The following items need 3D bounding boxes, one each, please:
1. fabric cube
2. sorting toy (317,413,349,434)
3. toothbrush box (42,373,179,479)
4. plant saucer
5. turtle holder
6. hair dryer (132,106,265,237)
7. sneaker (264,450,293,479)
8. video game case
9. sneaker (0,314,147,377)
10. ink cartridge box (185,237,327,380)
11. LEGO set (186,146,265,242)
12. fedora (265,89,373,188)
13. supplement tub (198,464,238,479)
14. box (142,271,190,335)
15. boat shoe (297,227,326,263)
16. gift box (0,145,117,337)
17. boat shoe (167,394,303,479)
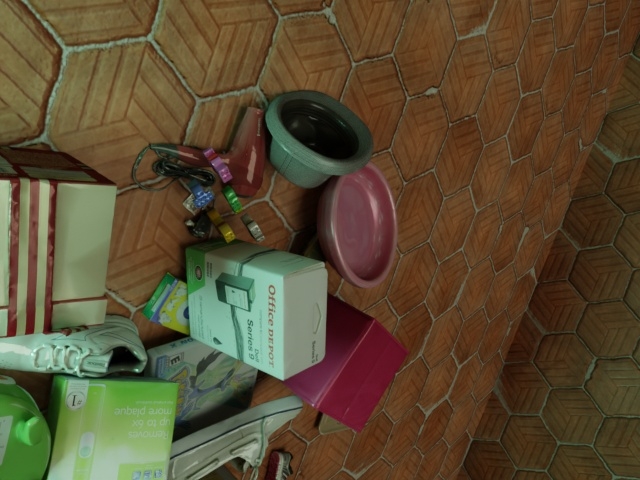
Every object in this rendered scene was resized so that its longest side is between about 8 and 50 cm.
[{"bbox_3d":[0.035,0.311,1.391,0.258,0.254,0.259,-55,137,-10],"label":"fabric cube"},{"bbox_3d":[0.078,0.527,1.710,0.193,0.038,0.208,10,97,-48],"label":"sorting toy"},{"bbox_3d":[-0.393,0.396,0.948,0.206,0.122,0.283,14,76,-33],"label":"toothbrush box"},{"bbox_3d":[0.093,-0.042,1.338,0.332,0.084,0.331,6,82,-56],"label":"plant saucer"},{"bbox_3d":[-0.565,0.351,0.818,0.243,0.227,0.320,-29,128,-35],"label":"turtle holder"},{"bbox_3d":[-0.205,-0.158,1.046,0.293,0.080,0.223,-50,136,-16],"label":"hair dryer"},{"bbox_3d":[-0.121,0.714,1.572,0.075,0.063,0.170,1,103,-40],"label":"sneaker"},{"bbox_3d":[-0.276,0.350,1.225,0.300,0.036,0.328,-12,125,-42],"label":"video game case"},{"bbox_3d":[-0.448,0.191,0.933,0.297,0.129,0.110,7,105,-46],"label":"sneaker"},{"bbox_3d":[-0.135,0.124,1.045,0.122,0.289,0.211,-15,111,-47],"label":"ink cartridge box"},{"bbox_3d":[-0.185,-0.056,1.017,0.087,0.093,0.227,-34,131,-10],"label":"LEGO set"},{"bbox_3d":[-0.019,-0.208,1.145,0.124,0.244,0.275,-53,-179,38],"label":"fedora"},{"bbox_3d":[-0.258,0.684,1.216,0.241,0.331,0.240,-22,123,-37],"label":"supplement tub"},{"bbox_3d":[-0.290,0.152,1.141,0.179,0.043,0.105,37,82,-50],"label":"box"},{"bbox_3d":[0.000,0.001,1.342,0.223,0.074,0.080,-53,126,-41],"label":"boat shoe"},{"bbox_3d":[-0.454,0.014,0.739,0.255,0.276,0.258,0,111,-40],"label":"gift box"},{"bbox_3d":[-0.185,0.493,1.223,0.367,0.156,0.136,-14,161,-33],"label":"boat shoe"}]
